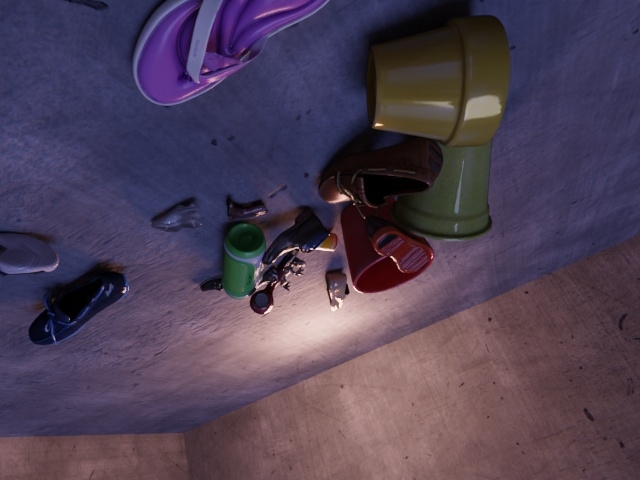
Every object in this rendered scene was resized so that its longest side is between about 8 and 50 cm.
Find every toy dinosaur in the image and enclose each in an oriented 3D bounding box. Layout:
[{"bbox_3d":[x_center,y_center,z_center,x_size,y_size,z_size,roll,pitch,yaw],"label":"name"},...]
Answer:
[{"bbox_3d":[-0.134,0.131,1.610,0.268,0.064,0.118,-35,141,29],"label":"toy dinosaur"}]

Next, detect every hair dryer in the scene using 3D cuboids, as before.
[{"bbox_3d":[-0.155,0.157,1.467,0.293,0.080,0.223,-56,174,33],"label":"hair dryer"}]

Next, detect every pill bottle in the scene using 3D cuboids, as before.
[{"bbox_3d":[0.000,0.000,1.459,0.116,0.065,0.065,8,140,-41],"label":"pill bottle"}]

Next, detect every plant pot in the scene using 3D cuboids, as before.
[{"bbox_3d":[0.193,-0.001,1.395,0.274,0.243,0.275,-15,150,-9],"label":"plant pot"},{"bbox_3d":[0.336,-0.174,1.149,0.276,0.276,0.254,-10,123,-18],"label":"plant pot"},{"bbox_3d":[0.222,-0.318,0.898,0.238,0.254,0.254,-3,150,-1],"label":"plant pot"}]

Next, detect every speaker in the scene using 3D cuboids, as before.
[{"bbox_3d":[-0.245,0.073,1.368,0.131,0.131,0.296,-8,149,-20],"label":"speaker"}]

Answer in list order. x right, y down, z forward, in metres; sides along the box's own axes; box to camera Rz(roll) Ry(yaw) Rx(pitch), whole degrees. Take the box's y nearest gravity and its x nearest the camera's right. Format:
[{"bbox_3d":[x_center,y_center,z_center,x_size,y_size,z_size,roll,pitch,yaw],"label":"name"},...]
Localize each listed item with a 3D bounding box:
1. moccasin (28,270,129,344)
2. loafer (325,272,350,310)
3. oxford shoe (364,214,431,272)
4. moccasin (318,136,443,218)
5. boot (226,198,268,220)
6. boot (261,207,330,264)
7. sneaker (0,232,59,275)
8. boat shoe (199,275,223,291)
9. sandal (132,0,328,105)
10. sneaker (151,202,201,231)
[{"bbox_3d":[-0.731,0.184,1.269,0.342,0.138,0.117,-38,163,5],"label":"moccasin"},{"bbox_3d":[0.077,0.218,1.839,0.092,0.102,0.268,-12,150,-2],"label":"loafer"},{"bbox_3d":[0.211,0.006,1.157,0.097,0.098,0.271,-41,139,13],"label":"oxford shoe"},{"bbox_3d":[0.132,-0.142,1.108,0.380,0.147,0.139,-3,150,43],"label":"moccasin"},{"bbox_3d":[-0.201,-0.092,1.208,0.114,0.037,0.106,-9,162,-13],"label":"boot"},{"bbox_3d":[-0.071,0.013,1.302,0.219,0.106,0.082,-47,171,-9],"label":"boot"},{"bbox_3d":[-0.786,0.058,1.042,0.268,0.101,0.153,8,142,-31],"label":"sneaker"},{"bbox_3d":[-0.357,0.153,1.524,0.133,0.042,0.049,-17,153,-2],"label":"boat shoe"},{"bbox_3d":[-0.152,-0.352,0.730,0.416,0.102,0.169,-30,149,18],"label":"sandal"},{"bbox_3d":[-0.377,-0.059,1.145,0.152,0.061,0.053,-9,163,19],"label":"sneaker"}]
